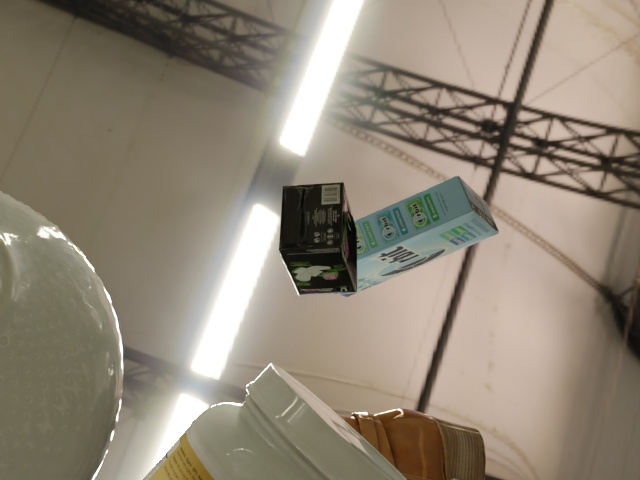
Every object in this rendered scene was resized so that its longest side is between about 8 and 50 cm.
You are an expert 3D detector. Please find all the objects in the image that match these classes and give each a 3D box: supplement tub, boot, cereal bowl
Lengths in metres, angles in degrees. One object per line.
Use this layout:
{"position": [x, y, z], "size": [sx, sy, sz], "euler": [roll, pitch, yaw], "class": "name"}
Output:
{"position": [-0.076, 0.287, 0.779], "size": [0.316, 0.228, 0.228], "euler": [-48, -57, -4], "class": "supplement tub"}
{"position": [0.088, 0.328, 1.000], "size": [0.220, 0.109, 0.283], "euler": [12, -108, -29], "class": "boot"}
{"position": [-0.299, 0.063, 0.616], "size": [0.339, 0.339, 0.141], "euler": [-19, -33, -39], "class": "cereal bowl"}

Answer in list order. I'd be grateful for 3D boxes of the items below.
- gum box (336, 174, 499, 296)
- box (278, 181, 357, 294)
{"position": [0.077, 0.001, 0.914], "size": [0.041, 0.184, 0.157], "euler": [69, -164, 14], "class": "gum box"}
{"position": [0.000, 0.000, 0.738], "size": [0.083, 0.052, 0.062], "euler": [72, -162, -59], "class": "box"}
